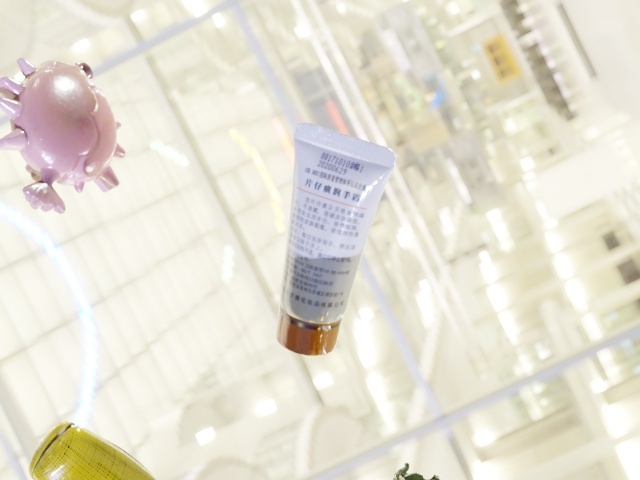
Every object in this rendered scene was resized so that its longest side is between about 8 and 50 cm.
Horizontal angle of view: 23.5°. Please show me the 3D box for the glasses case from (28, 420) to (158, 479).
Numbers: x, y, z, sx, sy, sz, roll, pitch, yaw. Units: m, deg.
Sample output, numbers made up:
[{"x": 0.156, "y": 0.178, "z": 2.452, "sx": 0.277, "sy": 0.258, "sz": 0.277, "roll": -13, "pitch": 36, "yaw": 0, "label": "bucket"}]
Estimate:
[{"x": -0.217, "y": 0.258, "z": 1.601, "sx": 0.064, "sy": 0.079, "sz": 0.234, "roll": 31, "pitch": 168, "yaw": 37, "label": "glasses case"}]

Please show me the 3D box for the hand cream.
[{"x": 0.000, "y": 0.000, "z": 2.040, "sx": 0.089, "sy": 0.140, "sz": 0.314, "roll": -50, "pitch": -23, "yaw": -59, "label": "hand cream"}]

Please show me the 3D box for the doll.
[{"x": -0.345, "y": -0.145, "z": 2.056, "sx": 0.211, "sy": 0.093, "sz": 0.262, "roll": 32, "pitch": -133, "yaw": -35, "label": "doll"}]

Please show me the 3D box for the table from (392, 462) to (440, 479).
[{"x": 0.117, "y": 0.352, "z": 2.032, "sx": 0.062, "sy": 0.083, "sz": 0.079, "roll": 26, "pitch": -152, "yaw": -27, "label": "table"}]
